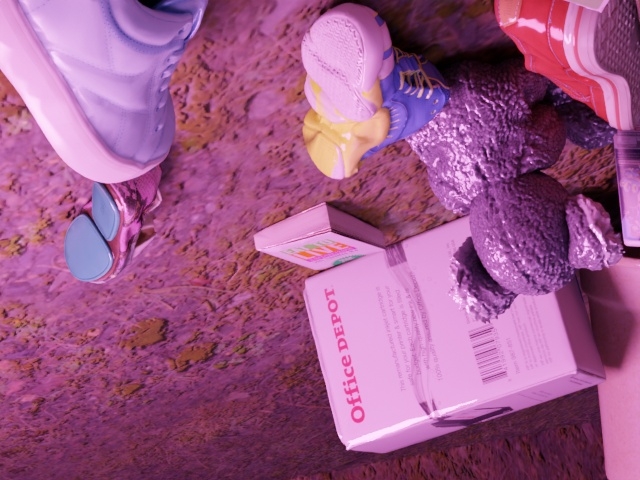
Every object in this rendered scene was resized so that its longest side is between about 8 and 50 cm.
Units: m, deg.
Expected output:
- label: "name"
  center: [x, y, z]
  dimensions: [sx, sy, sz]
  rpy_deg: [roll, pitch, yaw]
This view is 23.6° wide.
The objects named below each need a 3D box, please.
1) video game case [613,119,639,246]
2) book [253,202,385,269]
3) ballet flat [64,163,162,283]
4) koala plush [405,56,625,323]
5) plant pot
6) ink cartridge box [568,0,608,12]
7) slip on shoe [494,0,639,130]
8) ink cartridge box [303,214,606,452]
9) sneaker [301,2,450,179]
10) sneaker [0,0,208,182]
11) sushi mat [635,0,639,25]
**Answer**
- label: "video game case"
  center: [0.377, -0.078, 1.465]
  dimensions: [0.201, 0.183, 0.023]
  rpy_deg: [4, -158, 36]
- label: "book"
  center: [0.000, 0.000, 1.742]
  dimensions: [0.096, 0.035, 0.144]
  rpy_deg: [-18, 162, 24]
- label: "ballet flat"
  center: [-0.194, -0.020, 1.495]
  dimensions: [0.079, 0.077, 0.221]
  rpy_deg: [-27, 168, -26]
- label: "koala plush"
  center: [0.179, -0.045, 1.440]
  dimensions: [0.196, 0.221, 0.203]
  rpy_deg: [-23, 159, 25]
- label: "plant pot"
  center: [0.472, 0.156, 1.897]
  dimensions: [0.333, 0.305, 0.334]
  rpy_deg: [0, -173, 0]
- label: "ink cartridge box"
  center: [0.088, -0.234, 0.948]
  dimensions: [0.235, 0.056, 0.171]
  rpy_deg: [14, 158, -1]
- label: "slip on shoe"
  center: [0.232, -0.175, 1.319]
  dimensions: [0.101, 0.123, 0.331]
  rpy_deg: [18, -178, 23]
- label: "ink cartridge box"
  center: [0.159, 0.108, 1.856]
  dimensions: [0.307, 0.223, 0.129]
  rpy_deg: [-21, 160, 22]
- label: "sneaker"
  center: [0.052, -0.145, 1.314]
  dimensions: [0.126, 0.091, 0.240]
  rpy_deg: [-28, 165, -17]
- label: "sneaker"
  center: [-0.134, -0.144, 1.075]
  dimensions: [0.150, 0.135, 0.366]
  rpy_deg: [-13, 162, 6]
- label: "sushi mat"
  center: [0.315, -0.214, 1.262]
  dimensions: [0.151, 0.019, 0.316]
  rpy_deg: [-51, 159, -2]
